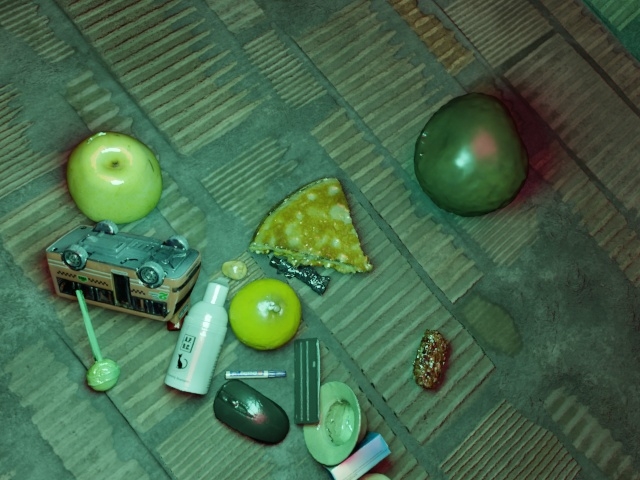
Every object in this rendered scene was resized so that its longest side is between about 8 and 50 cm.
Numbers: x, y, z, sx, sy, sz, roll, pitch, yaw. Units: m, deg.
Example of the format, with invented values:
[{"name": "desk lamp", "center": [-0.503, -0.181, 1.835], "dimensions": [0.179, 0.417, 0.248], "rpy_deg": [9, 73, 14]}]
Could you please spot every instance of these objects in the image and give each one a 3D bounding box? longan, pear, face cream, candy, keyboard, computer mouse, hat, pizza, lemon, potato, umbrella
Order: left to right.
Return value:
[{"name": "candy", "center": [-0.695, 0.306, 1.575], "dimensions": [0.092, 0.092, 0.336], "rpy_deg": [-10, 106, -1]}, {"name": "pear", "center": [-0.668, -0.204, 1.682], "dimensions": [0.308, 0.309, 0.310], "rpy_deg": [3, 74, -10]}, {"name": "face cream", "center": [-0.376, 0.289, 1.655], "dimensions": [0.145, 0.145, 0.370], "rpy_deg": [16, 78, -6]}, {"name": "potato", "center": [-0.299, 0.101, 1.791], "dimensions": [0.083, 0.062, 0.068], "rpy_deg": [4, 57, 12]}, {"name": "computer mouse", "center": [-0.220, 0.557, 1.662], "dimensions": [0.269, 0.086, 0.138], "rpy_deg": [31, 71, 0]}, {"name": "lemon", "center": [-0.176, 0.237, 1.689], "dimensions": [0.240, 0.219, 0.241], "rpy_deg": [4, 72, -14]}, {"name": "umbrella", "center": [-0.073, 0.110, 1.825], "dimensions": [0.224, 0.071, 0.080], "rpy_deg": [24, 43, 2]}, {"name": "keyboard", "center": [-0.050, 0.413, 1.736], "dimensions": [0.103, 0.041, 0.382], "rpy_deg": [-9, 74, 22]}, {"name": "pizza", "center": [0.000, 0.000, 1.828], "dimensions": [0.406, 0.130, 0.440], "rpy_deg": [44, 61, 8]}, {"name": "hat", "center": [0.074, 0.594, 1.671], "dimensions": [0.130, 0.257, 0.258], "rpy_deg": [24, 68, -39]}, {"name": "longan", "center": [0.538, -0.304, 1.889], "dimensions": [0.403, 0.404, 0.436], "rpy_deg": [-18, 85, -15]}]

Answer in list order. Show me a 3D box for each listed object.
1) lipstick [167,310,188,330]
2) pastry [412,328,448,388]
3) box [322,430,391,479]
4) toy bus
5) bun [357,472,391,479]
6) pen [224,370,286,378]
[{"name": "lipstick", "center": [-0.480, 0.160, 1.729], "dimensions": [0.073, 0.073, 0.280], "rpy_deg": [-2, 75, -12]}, {"name": "pastry", "center": [0.381, 0.418, 1.809], "dimensions": [0.115, 0.097, 0.209], "rpy_deg": [23, 70, -8]}, {"name": "box", "center": [0.115, 0.702, 1.656], "dimensions": [0.194, 0.139, 0.073], "rpy_deg": [-30, 82, -17]}, {"name": "toy bus", "center": [-0.595, 0.100, 1.590], "dimensions": [0.426, 0.233, 0.203], "rpy_deg": [12, 30, 7]}, {"name": "bun", "center": [0.156, 0.866, 1.632], "dimensions": [0.237, 0.116, 0.210], "rpy_deg": [-36, 81, -33]}, {"name": "pen", "center": [-0.216, 0.447, 1.723], "dimensions": [0.204, 0.025, 0.025], "rpy_deg": [1, 74, -11]}]
